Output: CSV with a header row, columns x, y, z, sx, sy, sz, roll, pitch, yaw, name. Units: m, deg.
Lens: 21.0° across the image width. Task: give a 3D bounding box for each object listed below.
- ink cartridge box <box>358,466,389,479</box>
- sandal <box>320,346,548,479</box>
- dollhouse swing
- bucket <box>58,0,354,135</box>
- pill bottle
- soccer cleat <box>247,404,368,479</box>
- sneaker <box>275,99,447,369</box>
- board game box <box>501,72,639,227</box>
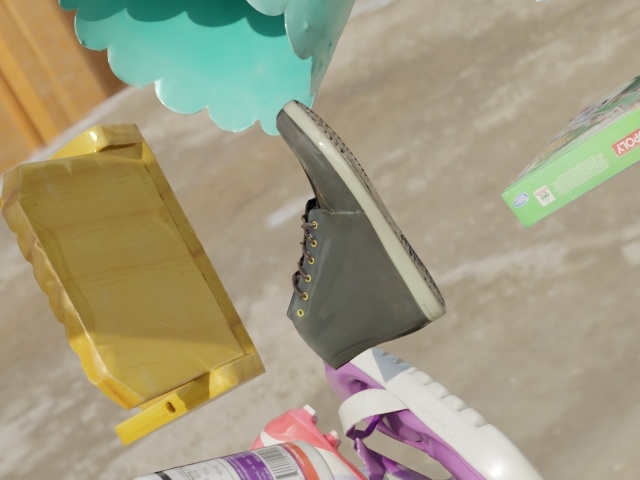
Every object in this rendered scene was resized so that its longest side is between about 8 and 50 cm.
x,y,z,sx,sy,sz,roll,pitch,yaw,name
0.039,0.337,2.015,0.122,0.088,0.052,-38,18,-29,ink cartridge box
0.077,0.187,1.616,0.102,0.169,0.416,-45,18,-10,sandal
-0.287,0.077,2.034,0.315,0.347,0.305,-31,-5,40,dollhouse swing
-0.091,-0.251,1.616,0.281,0.281,0.183,-10,47,52,bucket
-0.088,0.222,1.305,0.193,0.108,0.108,-10,6,-25,pill bottle
0.028,0.275,1.739,0.095,0.248,0.083,-42,-17,-5,soccer cleat
0.000,0.000,1.423,0.118,0.222,0.083,-32,11,8,sneaker
0.336,-0.140,1.634,0.317,0.046,0.213,-33,7,39,board game box
